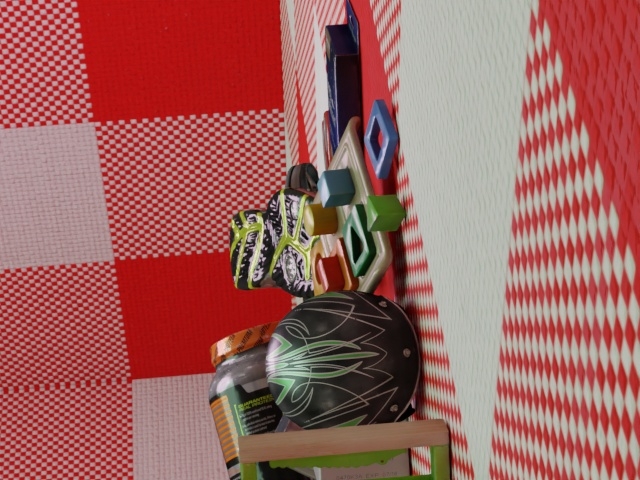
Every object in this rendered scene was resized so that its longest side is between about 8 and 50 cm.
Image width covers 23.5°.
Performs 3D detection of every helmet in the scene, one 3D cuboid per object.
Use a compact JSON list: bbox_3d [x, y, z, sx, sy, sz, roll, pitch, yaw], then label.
[{"bbox_3d":[0.027,0.128,1.593,0.161,0.169,0.170,28,-124,-74],"label":"helmet"}]

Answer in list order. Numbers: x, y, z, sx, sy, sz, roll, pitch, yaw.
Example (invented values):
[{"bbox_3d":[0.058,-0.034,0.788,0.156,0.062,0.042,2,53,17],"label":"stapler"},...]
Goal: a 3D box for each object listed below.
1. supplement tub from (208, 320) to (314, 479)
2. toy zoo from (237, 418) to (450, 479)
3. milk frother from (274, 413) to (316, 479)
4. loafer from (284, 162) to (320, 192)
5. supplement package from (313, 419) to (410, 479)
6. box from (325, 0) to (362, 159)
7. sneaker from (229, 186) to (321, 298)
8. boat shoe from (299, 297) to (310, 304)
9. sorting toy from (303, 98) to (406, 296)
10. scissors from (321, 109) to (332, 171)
[{"bbox_3d":[-0.048,0.285,2.215,0.193,0.193,0.316,100,155,-76],"label":"supplement tub"},{"bbox_3d":[0.028,0.310,1.424,0.030,0.192,0.293,-105,12,-71],"label":"toy zoo"},{"bbox_3d":[0.014,0.251,2.003,0.129,0.134,0.143,-64,6,-2],"label":"milk frother"},{"bbox_3d":[-0.001,-0.032,2.518,0.096,0.084,0.268,48,-153,-39],"label":"loafer"},{"bbox_3d":[0.041,0.221,1.787,0.179,0.105,0.105,-124,29,-83],"label":"supplement package"},{"bbox_3d":[0.031,-0.191,2.000,0.136,0.036,0.225,-103,10,-66],"label":"box"},{"bbox_3d":[0.000,0.000,2.032,0.384,0.147,0.145,-174,82,-68],"label":"sneaker"},{"bbox_3d":[0.024,0.133,2.171,0.079,0.084,0.233,-56,36,40],"label":"boat shoe"},{"bbox_3d":[0.021,-0.011,1.715,0.348,0.047,0.196,115,148,-58],"label":"sorting toy"},{"bbox_3d":[0.026,-0.065,2.385,0.109,0.021,0.297,101,164,-67],"label":"scissors"}]
